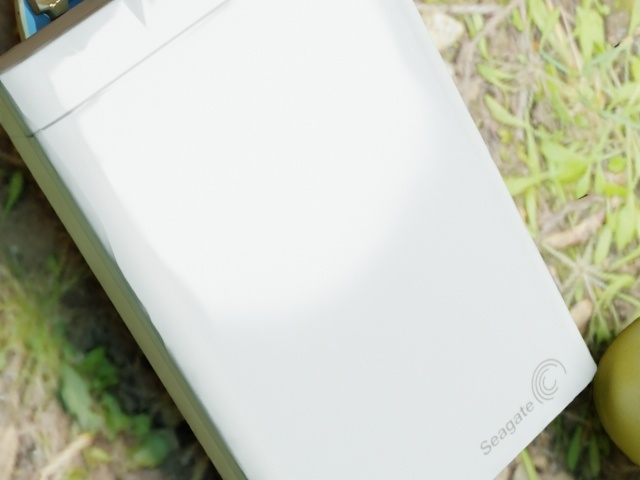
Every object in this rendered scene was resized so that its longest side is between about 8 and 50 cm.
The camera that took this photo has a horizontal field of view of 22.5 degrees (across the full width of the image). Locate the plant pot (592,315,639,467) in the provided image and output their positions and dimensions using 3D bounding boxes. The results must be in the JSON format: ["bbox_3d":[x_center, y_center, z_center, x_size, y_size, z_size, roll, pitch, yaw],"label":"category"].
[{"bbox_3d":[0.225,0.094,0.995,0.134,0.095,0.134,2,85,-29],"label":"plant pot"}]

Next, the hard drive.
[{"bbox_3d":[0.000,0.000,0.877,0.233,0.047,0.353,-40,113,-26],"label":"hard drive"}]

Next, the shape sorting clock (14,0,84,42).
[{"bbox_3d":[-0.069,-0.127,0.878,0.206,0.040,0.206,2,85,-29],"label":"shape sorting clock"}]
